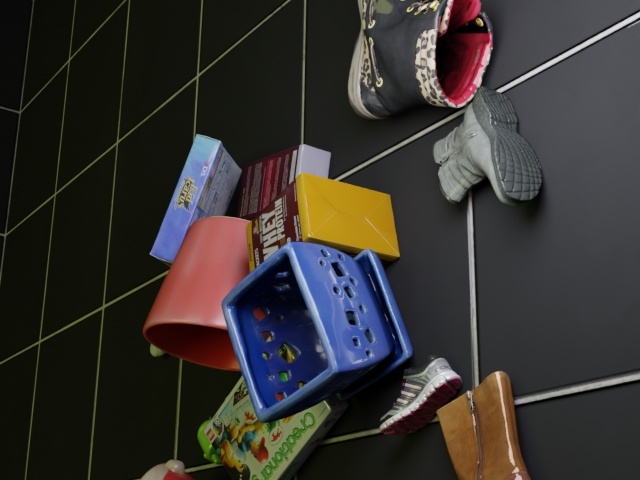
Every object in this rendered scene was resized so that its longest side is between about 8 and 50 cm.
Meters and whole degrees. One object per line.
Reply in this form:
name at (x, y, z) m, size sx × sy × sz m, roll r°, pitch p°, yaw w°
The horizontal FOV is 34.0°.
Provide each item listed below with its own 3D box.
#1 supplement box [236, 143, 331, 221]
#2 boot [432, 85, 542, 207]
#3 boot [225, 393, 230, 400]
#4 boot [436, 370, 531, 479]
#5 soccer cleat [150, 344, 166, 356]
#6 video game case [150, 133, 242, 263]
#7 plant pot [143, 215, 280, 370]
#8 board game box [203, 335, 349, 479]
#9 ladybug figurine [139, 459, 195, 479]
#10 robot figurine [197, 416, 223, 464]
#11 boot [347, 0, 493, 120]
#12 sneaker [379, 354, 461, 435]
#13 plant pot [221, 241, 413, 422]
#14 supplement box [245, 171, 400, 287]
supplement box at (-0.079, -0.105, 2.127) m, size 0.239 × 0.073 × 0.130 m, roll -11°, pitch 69°, yaw 55°
boot at (0.250, -0.106, 1.621) m, size 0.161 × 0.083 × 0.247 m, roll -55°, pitch 30°, yaw 39°
boot at (-0.124, 0.316, 2.058) m, size 0.190 × 0.069 × 0.086 m, roll -51°, pitch 48°, yaw 45°
boot at (0.199, 0.361, 1.497) m, size 0.264 × 0.096 × 0.281 m, roll -48°, pitch 41°, yaw 38°
soccer cleat at (-0.363, 0.205, 2.452) m, size 0.196 × 0.076 × 0.068 m, roll -48°, pitch 41°, yaw 38°
video game case at (-0.261, -0.065, 2.238) m, size 0.244 × 0.061 × 0.270 m, roll 63°, pitch -133°, yaw -78°
plant pot at (-0.190, 0.100, 2.069) m, size 0.275 × 0.274 × 0.243 m, roll -23°, pitch 50°, yaw 52°
board game box at (-0.089, 0.332, 1.945) m, size 0.193 × 0.053 × 0.305 m, roll 52°, pitch 124°, yaw 28°
ladybug figurine at (-0.311, 0.657, 2.049) m, size 0.161 × 0.305 × 0.450 m, roll 11°, pitch 93°, yaw 19°
robot figurine at (-0.212, 0.411, 2.147) m, size 0.115 × 0.067 × 0.101 m, roll 46°, pitch 125°, yaw 54°
boot at (0.171, -0.390, 1.769) m, size 0.284 × 0.138 × 0.378 m, roll 14°, pitch 94°, yaw 62°
sneaker at (0.151, 0.241, 1.650) m, size 0.170 × 0.063 × 0.075 m, roll -49°, pitch 41°, yaw 29°
plant pot at (0.003, 0.148, 1.743) m, size 0.236 × 0.212 × 0.236 m, roll -41°, pitch 61°, yaw 44°
supplement box at (0.000, 0.000, 1.851) m, size 0.194 × 0.191 × 0.129 m, roll -41°, pitch 47°, yaw 45°
